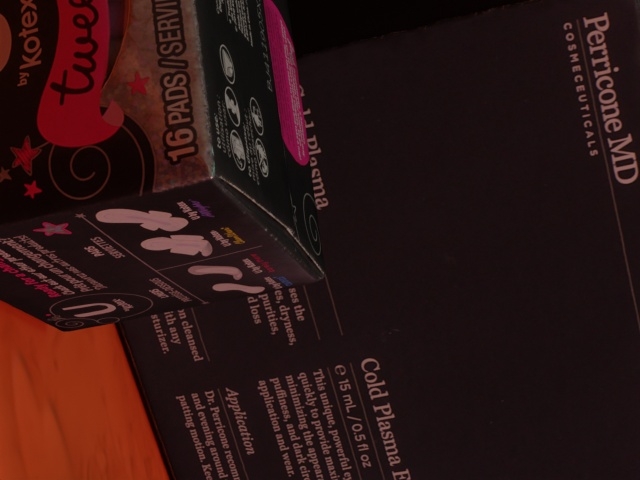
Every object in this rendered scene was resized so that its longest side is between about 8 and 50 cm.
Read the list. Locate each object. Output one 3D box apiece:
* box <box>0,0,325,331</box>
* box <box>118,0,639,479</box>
[{"bbox_3d":[-0.100,-0.102,0.627,0.163,0.142,0.247,46,34,-67],"label":"box"},{"bbox_3d":[0.056,0.021,0.827,0.179,0.312,0.343,-74,151,-66],"label":"box"}]
